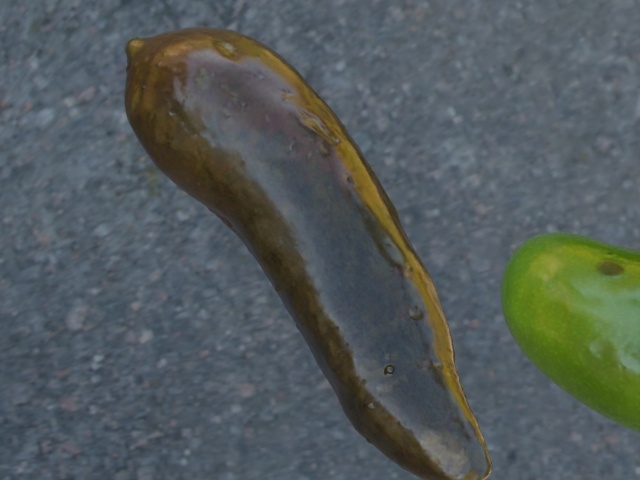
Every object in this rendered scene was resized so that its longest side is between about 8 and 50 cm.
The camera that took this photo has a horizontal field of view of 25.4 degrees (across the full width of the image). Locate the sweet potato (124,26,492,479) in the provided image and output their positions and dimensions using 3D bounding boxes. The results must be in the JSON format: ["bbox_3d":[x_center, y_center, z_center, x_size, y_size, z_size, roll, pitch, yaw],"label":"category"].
[{"bbox_3d":[0.002,0.000,0.737,0.097,0.097,0.292,-31,77,-31],"label":"sweet potato"}]

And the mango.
[{"bbox_3d":[0.285,0.080,1.225,0.293,0.143,0.175,24,55,26],"label":"mango"}]
